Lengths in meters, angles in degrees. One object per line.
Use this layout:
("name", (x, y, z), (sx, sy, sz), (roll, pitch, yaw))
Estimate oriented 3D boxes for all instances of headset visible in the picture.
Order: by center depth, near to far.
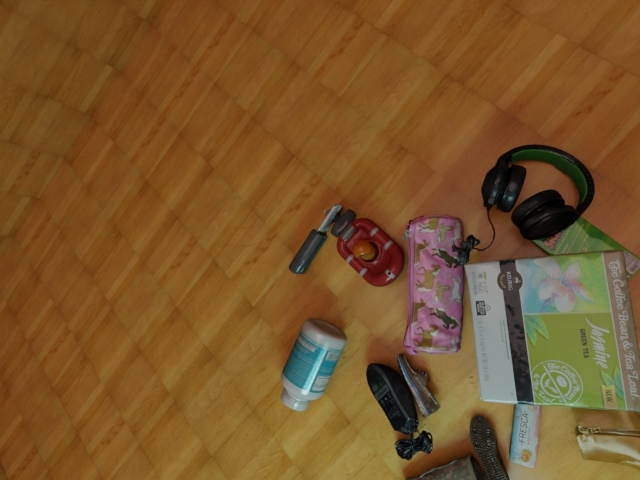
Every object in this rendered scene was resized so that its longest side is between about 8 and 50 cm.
("headset", (0.511, -0.086, 1.069), (0.394, 0.185, 0.243), (-35, 63, -16))

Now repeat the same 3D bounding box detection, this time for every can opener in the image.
("can opener", (0.000, 0.000, 1.346), (0.093, 0.074, 0.280), (42, 101, 21))

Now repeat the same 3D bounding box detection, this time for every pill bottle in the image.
("pill bottle", (-0.032, 0.387, 1.279), (0.146, 0.146, 0.264), (26, 95, 24))

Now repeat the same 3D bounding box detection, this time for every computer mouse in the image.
("computer mouse", (0.225, 0.473, 1.180), (0.272, 0.072, 0.188), (61, 150, 24))

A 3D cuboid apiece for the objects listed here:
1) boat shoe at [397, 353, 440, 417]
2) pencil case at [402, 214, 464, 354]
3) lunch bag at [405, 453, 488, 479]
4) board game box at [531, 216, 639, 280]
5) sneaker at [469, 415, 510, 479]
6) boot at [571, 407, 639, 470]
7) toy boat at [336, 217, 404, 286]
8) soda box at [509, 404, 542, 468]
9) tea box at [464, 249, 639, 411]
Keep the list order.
("boat shoe", (0.283, 0.408, 1.189), (0.066, 0.066, 0.183), (-25, 70, 0))
("pencil case", (0.314, 0.124, 1.149), (0.167, 0.160, 0.387), (-1, 85, 23))
("lunch bag", (0.358, 0.737, 1.062), (0.235, 0.169, 0.287), (-37, 64, 20))
("board game box", (0.674, 0.018, 1.068), (0.259, 0.039, 0.124), (44, 102, 19))
("sneaker", (0.447, 0.571, 1.097), (0.066, 0.071, 0.189), (-17, 55, 13))
("boot", (0.733, 0.505, 0.963), (0.211, 0.104, 0.295), (-24, 70, 25))
("toy boat", (0.142, 0.034, 1.237), (0.231, 0.151, 0.151), (44, 102, 21))
("soda box", (0.533, 0.482, 1.067), (0.062, 0.058, 0.183), (7, 86, 24))
("tea box", (0.546, 0.201, 0.986), (0.323, 0.220, 0.329), (-9, 83, 28))
